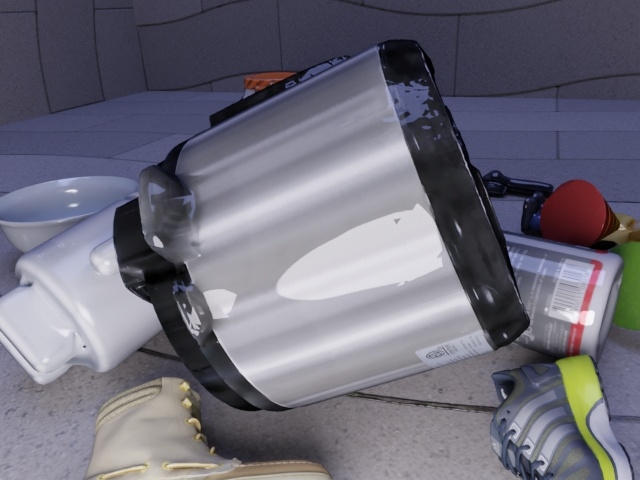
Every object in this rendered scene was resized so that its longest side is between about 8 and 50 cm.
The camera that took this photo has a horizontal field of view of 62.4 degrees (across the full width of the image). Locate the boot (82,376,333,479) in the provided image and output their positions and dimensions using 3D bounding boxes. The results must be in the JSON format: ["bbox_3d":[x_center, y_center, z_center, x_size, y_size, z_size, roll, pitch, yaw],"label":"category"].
[{"bbox_3d":[-0.123,0.228,0.561,0.262,0.095,0.203,-8,23,-6],"label":"boot"}]

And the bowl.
[{"bbox_3d":[-0.527,-0.034,1.132,0.297,0.134,0.298,-3,24,1],"label":"bowl"}]

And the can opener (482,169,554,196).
[{"bbox_3d":[0.507,-0.139,1.375,0.186,0.073,0.059,10,-12,19],"label":"can opener"}]

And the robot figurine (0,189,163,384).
[{"bbox_3d":[-0.293,0.052,0.790,0.353,0.200,0.300,-41,2,-38],"label":"robot figurine"}]

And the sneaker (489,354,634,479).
[{"bbox_3d":[0.237,0.227,0.534,0.121,0.111,0.300,-8,17,19],"label":"sneaker"}]

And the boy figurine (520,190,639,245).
[{"bbox_3d":[0.557,-0.029,1.067,0.285,0.092,0.177,15,27,41],"label":"boy figurine"}]

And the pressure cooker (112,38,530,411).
[{"bbox_3d":[-0.011,0.005,0.639,0.420,0.370,0.375,-22,21,18],"label":"pressure cooker"}]

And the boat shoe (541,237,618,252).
[{"bbox_3d":[0.394,0.030,0.940,0.257,0.095,0.095,0,24,5],"label":"boat shoe"}]

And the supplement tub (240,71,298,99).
[{"bbox_3d":[-0.113,-0.277,1.410,0.193,0.316,0.193,-3,24,1],"label":"supplement tub"}]

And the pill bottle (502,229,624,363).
[{"bbox_3d":[0.276,0.067,0.788,0.283,0.161,0.161,15,30,35],"label":"pill bottle"}]

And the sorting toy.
[{"bbox_3d":[0.491,0.053,0.802,0.126,0.127,0.365,6,41,-29],"label":"sorting toy"}]
